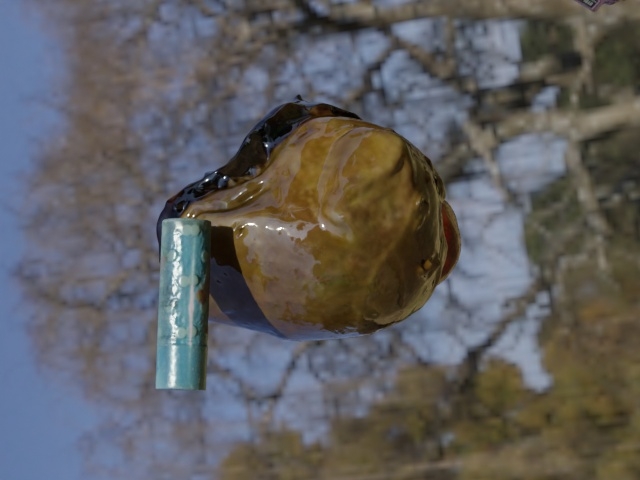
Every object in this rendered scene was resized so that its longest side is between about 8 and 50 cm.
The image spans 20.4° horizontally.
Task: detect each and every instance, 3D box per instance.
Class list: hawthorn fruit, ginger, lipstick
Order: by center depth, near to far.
[{"bbox_3d":[-0.126,0.059,1.641,0.048,0.048,0.158,20,-109,-72],"label":"lipstick"},{"bbox_3d":[0.001,0.003,1.740,0.269,0.223,0.200,-46,-42,-9],"label":"ginger"},{"bbox_3d":[0.117,-0.002,2.229,0.138,0.132,0.133,-122,11,-55],"label":"hawthorn fruit"}]

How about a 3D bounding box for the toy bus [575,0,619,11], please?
[{"bbox_3d":[0.316,-0.359,2.049,0.096,0.108,0.199,26,-146,-26],"label":"toy bus"}]
